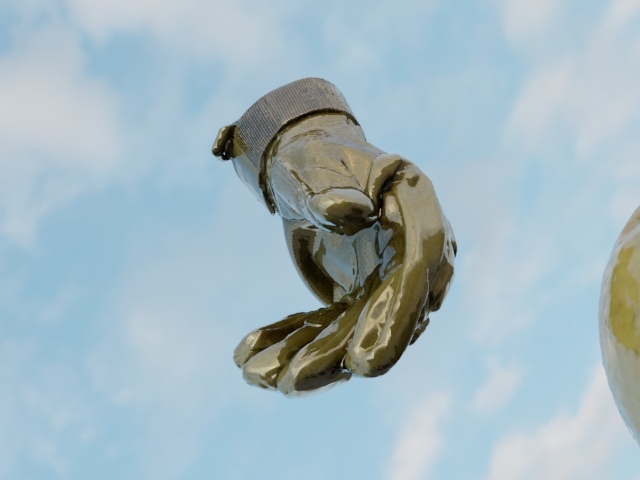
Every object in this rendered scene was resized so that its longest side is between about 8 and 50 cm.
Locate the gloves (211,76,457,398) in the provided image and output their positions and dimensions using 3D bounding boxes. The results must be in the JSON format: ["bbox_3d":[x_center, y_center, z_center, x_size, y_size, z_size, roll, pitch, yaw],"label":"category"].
[{"bbox_3d":[0.014,0.003,1.075,0.141,0.331,0.154,21,-66,-23],"label":"gloves"}]

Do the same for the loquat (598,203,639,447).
[{"bbox_3d":[0.278,0.061,0.931,0.244,0.244,0.244,-28,-48,-37],"label":"loquat"}]
